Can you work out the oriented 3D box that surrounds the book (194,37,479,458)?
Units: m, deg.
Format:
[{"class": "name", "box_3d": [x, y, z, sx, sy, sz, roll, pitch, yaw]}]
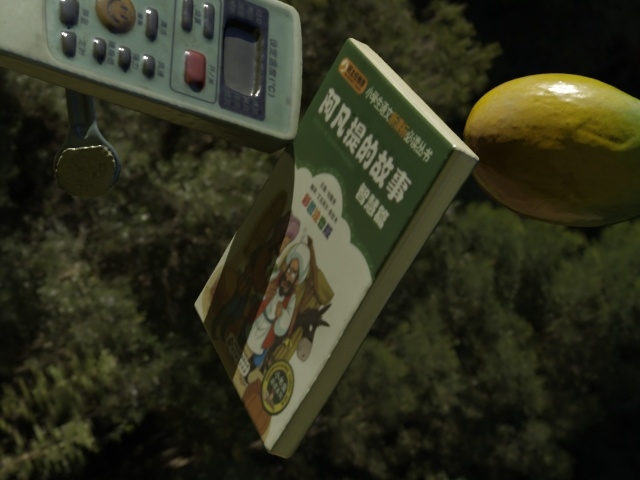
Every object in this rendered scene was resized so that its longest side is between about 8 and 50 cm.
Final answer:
[{"class": "book", "box_3d": [0.000, 0.000, 0.972, 0.027, 0.264, 0.202, 20, 21, -31]}]

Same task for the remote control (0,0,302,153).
[{"class": "remote control", "box_3d": [-0.131, -0.153, 0.921, 0.285, 0.038, 0.123, 18, 65, -38]}]

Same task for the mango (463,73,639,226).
[{"class": "mango", "box_3d": [0.216, -0.075, 1.071, 0.092, 0.195, 0.130, -82, 170, -74]}]

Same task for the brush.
[{"class": "brush", "box_3d": [-0.225, -0.168, 1.177, 0.027, 0.062, 0.266, -121, -154, -74]}]
